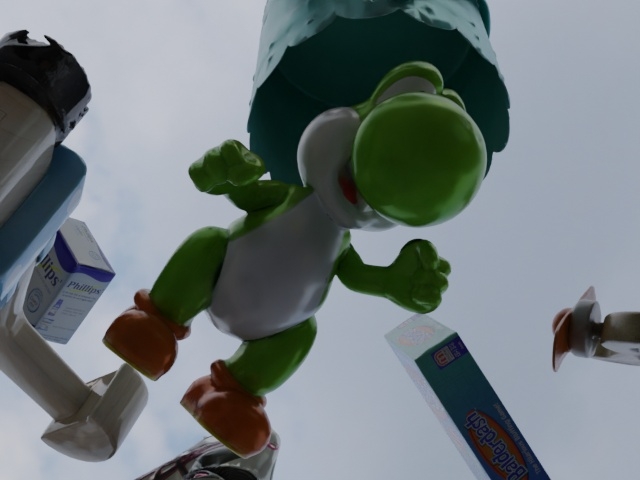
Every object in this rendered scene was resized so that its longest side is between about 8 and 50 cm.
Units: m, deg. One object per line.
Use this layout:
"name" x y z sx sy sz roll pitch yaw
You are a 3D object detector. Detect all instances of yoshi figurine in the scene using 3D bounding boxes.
"yoshi figurine" 0.001 -0.004 0.983 0.203 0.203 0.362 36 -99 31

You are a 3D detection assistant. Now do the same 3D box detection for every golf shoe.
"golf shoe" -0.139 0.277 1.312 0.273 0.120 0.105 -22 -67 47

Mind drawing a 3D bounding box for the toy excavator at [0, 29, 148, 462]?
"toy excavator" -0.347 0.009 1.210 0.433 0.222 0.445 29 -37 1

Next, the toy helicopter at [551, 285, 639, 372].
"toy helicopter" 0.348 0.114 1.312 0.235 0.355 0.140 7 -97 0

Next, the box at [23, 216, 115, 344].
"box" -0.372 0.053 1.701 0.137 0.072 0.126 -53 -131 16

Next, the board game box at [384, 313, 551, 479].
"board game box" 0.142 0.169 1.083 0.047 0.160 0.210 -33 -85 -3

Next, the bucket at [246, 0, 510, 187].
"bucket" 0.058 -0.171 1.259 0.281 0.281 0.183 -25 -139 23
